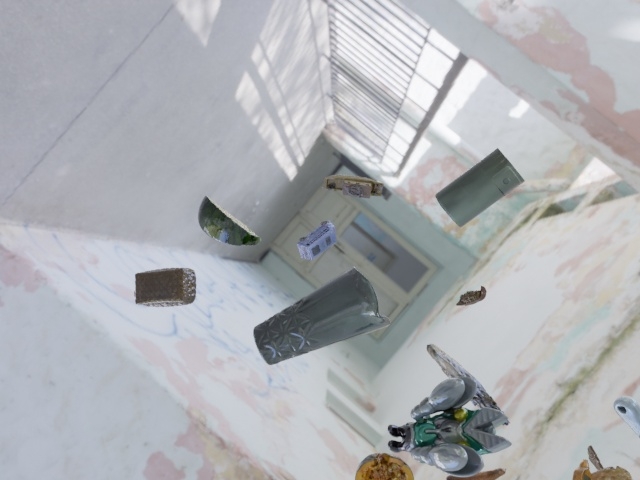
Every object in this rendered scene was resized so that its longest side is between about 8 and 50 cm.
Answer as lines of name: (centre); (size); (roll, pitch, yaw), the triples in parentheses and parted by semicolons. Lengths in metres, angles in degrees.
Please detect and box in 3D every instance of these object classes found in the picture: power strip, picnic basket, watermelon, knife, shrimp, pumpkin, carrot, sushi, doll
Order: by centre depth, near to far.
doll: (0.265, 0.417, 1.132); (0.258, 0.195, 0.153); (-40, 138, 12)
watermelon: (-0.231, -0.055, 1.285); (0.092, 0.181, 0.075); (-33, 156, -41)
power strip: (0.668, 0.649, 1.383); (0.028, 0.049, 0.178); (-21, -145, 54)
picnic basket: (-0.436, 0.129, 1.490); (0.193, 0.110, 0.055); (-7, 171, 26)
knife: (0.992, 0.604, 1.581); (0.044, 0.331, 0.080); (-30, 170, -32)
pumpkin: (0.200, 0.741, 1.716); (0.107, 0.183, 0.119); (-58, 152, -87)
shrimp: (0.488, 0.480, 1.786); (0.071, 0.365, 0.233); (-44, 165, 2)
sushi: (0.563, 0.212, 2.004); (0.120, 0.055, 0.052); (-30, -134, 44)
carrot: (0.617, 0.942, 2.130); (0.248, 0.059, 0.059); (-13, 179, 6)

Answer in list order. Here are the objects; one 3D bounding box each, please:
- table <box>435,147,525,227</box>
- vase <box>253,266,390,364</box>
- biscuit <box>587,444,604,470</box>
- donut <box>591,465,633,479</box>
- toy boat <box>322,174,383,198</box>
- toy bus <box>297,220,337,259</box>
table: (0.457, -0.151, 1.551); (0.220, 0.126, 0.126); (-39, 179, 19)
vase: (-0.004, 0.183, 1.267); (0.301, 0.156, 0.251); (-26, -165, 5)
biscuit: (0.951, 0.756, 1.868); (0.016, 0.092, 0.082); (-23, -172, 0)
donut: (0.752, 0.676, 1.410); (0.162, 0.065, 0.178); (-37, 177, -43)
toy boat: (0.107, -0.179, 1.784); (0.077, 0.200, 0.057); (-71, 168, -60)
toy bus: (0.000, 0.000, 1.885); (0.167, 0.073, 0.076); (-37, -147, -31)
